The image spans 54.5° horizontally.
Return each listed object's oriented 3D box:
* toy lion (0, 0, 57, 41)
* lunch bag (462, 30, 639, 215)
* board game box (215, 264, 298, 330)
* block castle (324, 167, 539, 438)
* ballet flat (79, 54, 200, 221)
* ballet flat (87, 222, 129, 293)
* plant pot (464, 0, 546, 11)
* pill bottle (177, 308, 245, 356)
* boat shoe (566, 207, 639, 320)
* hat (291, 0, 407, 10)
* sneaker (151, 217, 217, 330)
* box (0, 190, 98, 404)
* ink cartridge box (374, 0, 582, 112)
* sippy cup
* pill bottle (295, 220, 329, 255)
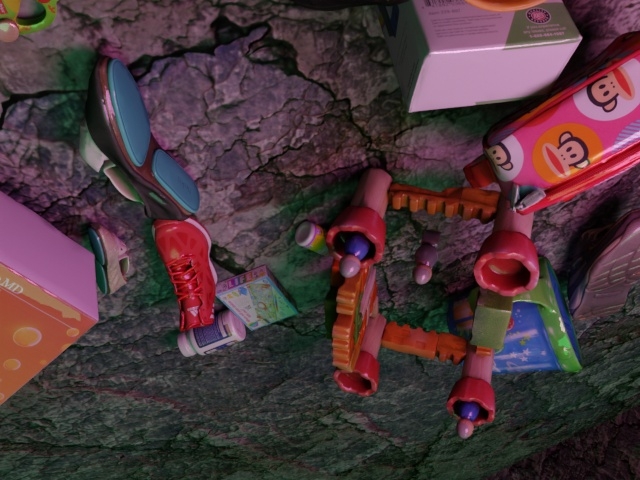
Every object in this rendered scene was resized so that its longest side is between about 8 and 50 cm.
[{"bbox_3d":[-0.301,-0.262,0.636,0.096,0.034,0.100,-16,144,-10],"label":"toy lion"},{"bbox_3d":[0.290,-0.132,0.737,0.258,0.120,0.293,-30,-176,22],"label":"lunch bag"},{"bbox_3d":[-0.118,0.111,1.171,0.104,0.026,0.154,-21,142,8],"label":"board game box"},{"bbox_3d":[0.163,0.120,1.014,0.303,0.212,0.453,11,138,14],"label":"block castle"},{"bbox_3d":[-0.248,-0.109,0.798,0.096,0.095,0.280,-7,144,10],"label":"ballet flat"},{"bbox_3d":[-0.330,0.022,0.979,0.052,0.057,0.168,-28,155,-31],"label":"ballet flat"},{"bbox_3d":[0.145,-0.338,0.539,0.205,0.188,0.205,-16,140,-14],"label":"plant pot"},{"bbox_3d":[-0.211,0.181,1.196,0.120,0.067,0.067,-22,142,10],"label":"pill bottle"},{"bbox_3d":[0.551,0.033,1.213,0.132,0.130,0.355,-7,148,-4],"label":"boat shoe"},{"bbox_3d":[-0.050,-0.325,0.524,0.331,0.331,0.133,19,92,-36],"label":"hat"},{"bbox_3d":[-0.206,0.064,0.998,0.087,0.128,0.221,-16,143,1],"label":"sneaker"},{"bbox_3d":[-0.506,0.113,0.840,0.345,0.168,0.215,-40,129,7],"label":"box"},{"bbox_3d":[0.144,-0.248,0.642,0.154,0.212,0.093,-9,155,-9],"label":"ink cartridge box"},{"bbox_3d":[0.390,0.174,1.279,0.224,0.240,0.305,-19,112,22],"label":"sippy cup"},{"bbox_3d":[0.000,0.000,1.055,0.083,0.043,0.043,24,128,-40],"label":"pill bottle"}]
